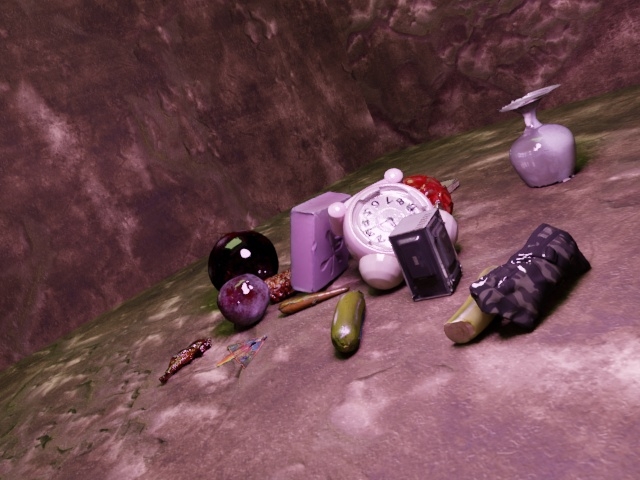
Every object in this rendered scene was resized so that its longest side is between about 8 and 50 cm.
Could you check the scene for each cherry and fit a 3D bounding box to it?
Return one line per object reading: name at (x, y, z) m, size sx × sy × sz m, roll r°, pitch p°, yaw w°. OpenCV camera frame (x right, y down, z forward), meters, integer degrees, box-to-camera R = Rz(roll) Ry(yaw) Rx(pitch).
cherry at (-0.266, 0.207, 1.733) m, size 0.195 × 0.195 × 0.195 m, roll -23°, pitch 14°, yaw 6°

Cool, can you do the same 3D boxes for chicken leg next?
chicken leg at (-0.448, 0.387, 1.629) m, size 0.219 × 0.048 × 0.089 m, roll -34°, pitch 13°, yaw -34°

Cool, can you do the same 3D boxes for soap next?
soap at (0.000, 0.000, 1.725) m, size 0.107 × 0.296 × 0.285 m, roll 11°, pitch 23°, yaw 27°

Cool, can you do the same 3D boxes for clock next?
clock at (0.225, -0.032, 1.563) m, size 0.342 × 0.184 × 0.325 m, roll -35°, pitch 55°, yaw -7°

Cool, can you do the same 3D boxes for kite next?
kite at (-0.238, 0.340, 1.524) m, size 0.183 × 0.014 × 0.241 m, roll -29°, pitch 15°, yaw -14°

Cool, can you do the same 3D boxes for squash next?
squash at (0.081, 0.203, 1.352) m, size 0.087 × 0.087 × 0.331 m, roll -20°, pitch 12°, yaw 17°
squash at (0.368, 0.139, 1.116) m, size 0.083 × 0.083 × 0.250 m, roll -9°, pitch 23°, yaw 48°

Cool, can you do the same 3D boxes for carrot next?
carrot at (-0.022, 0.196, 1.648) m, size 0.255 × 0.049 × 0.049 m, roll -18°, pitch 14°, yaw 6°

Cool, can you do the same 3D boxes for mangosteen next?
mangosteen at (-0.318, 0.082, 2.012) m, size 0.297 × 0.297 × 0.313 m, roll -24°, pitch 52°, yaw 2°

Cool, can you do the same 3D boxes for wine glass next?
wine glass at (0.793, -0.367, 1.784) m, size 0.238 × 0.322 × 0.238 m, roll -25°, pitch 14°, yaw 7°

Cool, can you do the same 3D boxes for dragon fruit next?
dragon fruit at (0.362, -0.121, 1.814) m, size 0.244 × 0.244 × 0.299 m, roll -20°, pitch 21°, yaw 19°

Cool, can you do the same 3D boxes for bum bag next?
bum bag at (0.471, 0.073, 1.081) m, size 0.340 × 0.144 × 0.095 m, roll -31°, pitch -28°, yaw -31°

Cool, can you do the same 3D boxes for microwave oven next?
microwave oven at (0.295, 0.037, 1.348) m, size 0.129 × 0.205 × 0.163 m, roll -16°, pitch 17°, yaw 32°

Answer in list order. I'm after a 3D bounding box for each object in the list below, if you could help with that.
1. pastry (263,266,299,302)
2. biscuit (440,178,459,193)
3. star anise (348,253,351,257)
pastry at (-0.116, 0.158, 1.844) m, size 0.209 × 0.097 × 0.115 m, roll -23°, pitch 24°, yaw -3°
biscuit at (0.514, -0.227, 2.315) m, size 0.250 × 0.046 × 0.147 m, roll -9°, pitch 21°, yaw 45°
star anise at (0.148, -0.029, 1.925) m, size 0.283 × 0.129 × 0.212 m, roll 13°, pitch -40°, yaw -42°
